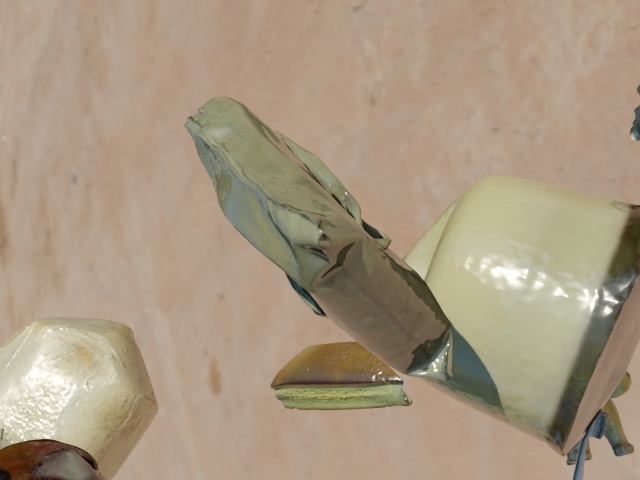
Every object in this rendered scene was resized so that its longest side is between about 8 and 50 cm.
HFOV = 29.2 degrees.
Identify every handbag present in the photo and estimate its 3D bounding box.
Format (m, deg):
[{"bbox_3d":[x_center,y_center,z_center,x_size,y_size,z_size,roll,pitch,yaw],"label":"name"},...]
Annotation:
[{"bbox_3d":[0.000,-0.001,1.206,0.109,0.316,0.253,-43,51,5],"label":"handbag"}]

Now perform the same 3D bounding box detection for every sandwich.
[{"bbox_3d":[0.038,0.229,2.070,0.258,0.094,0.096,-6,53,27],"label":"sandwich"}]

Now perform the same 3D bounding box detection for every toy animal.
[{"bbox_3d":[0.439,0.273,1.963,0.233,0.121,0.169,64,-165,-63],"label":"toy animal"}]

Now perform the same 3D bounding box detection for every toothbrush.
[{"bbox_3d":[0.342,0.345,1.655,0.026,0.024,0.288,19,118,18],"label":"toothbrush"}]

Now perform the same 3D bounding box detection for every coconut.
[{"bbox_3d":[-0.361,0.218,1.763,0.247,0.245,0.245,-58,21,-13],"label":"coconut"}]

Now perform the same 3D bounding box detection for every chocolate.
[{"bbox_3d":[0.250,0.057,1.506,0.297,0.326,0.314,30,143,20],"label":"chocolate"}]

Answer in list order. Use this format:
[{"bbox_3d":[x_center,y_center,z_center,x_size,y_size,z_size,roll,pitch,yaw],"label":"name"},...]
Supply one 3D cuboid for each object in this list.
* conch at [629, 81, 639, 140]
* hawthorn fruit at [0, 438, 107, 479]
[{"bbox_3d":[0.569,-0.218,1.728,0.159,0.291,0.210,58,-159,-23],"label":"conch"},{"bbox_3d":[-0.360,0.401,1.479,0.308,0.324,0.308,168,90,-78],"label":"hawthorn fruit"}]
